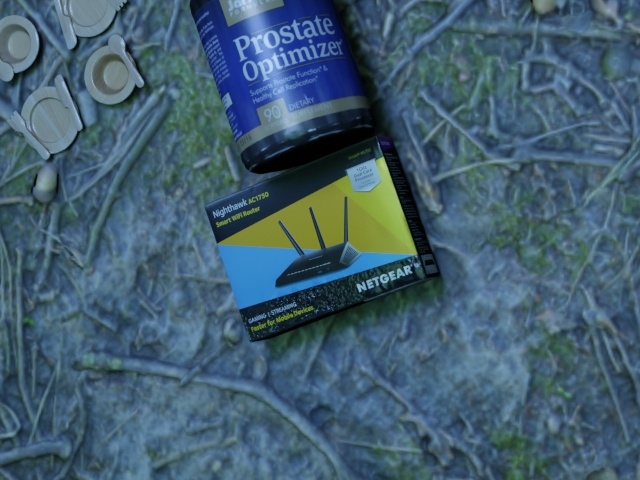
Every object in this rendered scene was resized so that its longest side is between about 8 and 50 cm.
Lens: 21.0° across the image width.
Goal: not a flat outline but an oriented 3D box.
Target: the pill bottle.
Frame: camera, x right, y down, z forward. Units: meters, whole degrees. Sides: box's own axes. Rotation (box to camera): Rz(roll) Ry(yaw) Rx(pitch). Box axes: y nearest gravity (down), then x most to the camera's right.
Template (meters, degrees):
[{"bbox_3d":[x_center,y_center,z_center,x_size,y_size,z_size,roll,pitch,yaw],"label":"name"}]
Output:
[{"bbox_3d":[-0.042,-0.178,1.501,0.123,0.123,0.219,-22,84,21],"label":"pill bottle"}]

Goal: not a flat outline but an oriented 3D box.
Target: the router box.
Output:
[{"bbox_3d":[0.000,0.000,1.532,0.179,0.046,0.133,-22,84,21],"label":"router box"}]

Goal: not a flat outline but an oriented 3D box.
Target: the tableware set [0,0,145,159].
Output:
[{"bbox_3d":[-0.242,-0.170,1.637,0.169,0.020,0.141,-31,80,20],"label":"tableware set"}]
